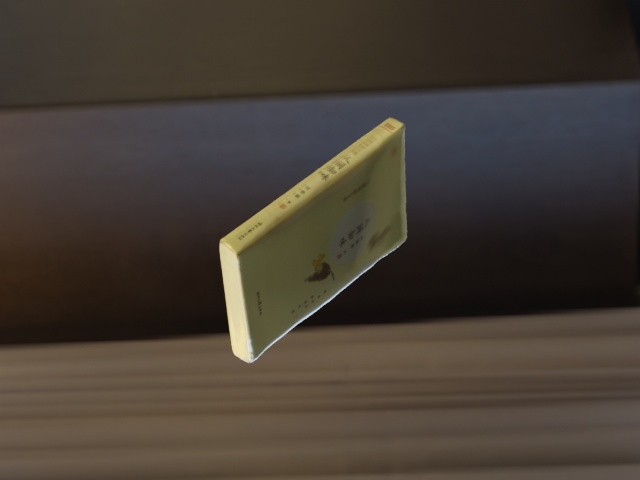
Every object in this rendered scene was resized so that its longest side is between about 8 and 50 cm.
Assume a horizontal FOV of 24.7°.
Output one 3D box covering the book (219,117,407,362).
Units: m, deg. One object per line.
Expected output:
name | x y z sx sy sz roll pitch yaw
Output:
book | 0.000 0.000 0.675 0.111 0.014 0.077 -37 -35 -28
